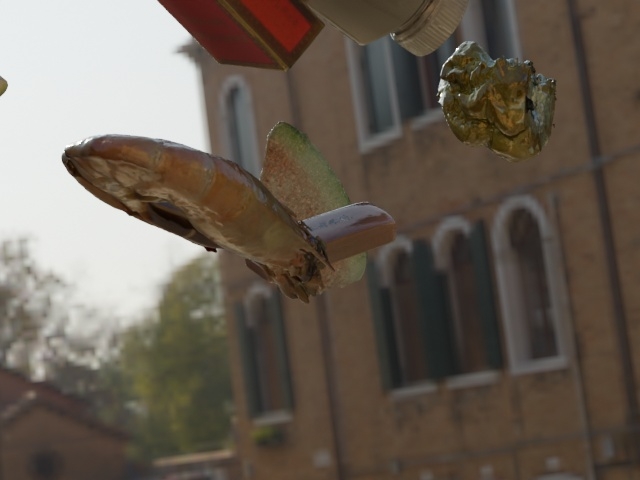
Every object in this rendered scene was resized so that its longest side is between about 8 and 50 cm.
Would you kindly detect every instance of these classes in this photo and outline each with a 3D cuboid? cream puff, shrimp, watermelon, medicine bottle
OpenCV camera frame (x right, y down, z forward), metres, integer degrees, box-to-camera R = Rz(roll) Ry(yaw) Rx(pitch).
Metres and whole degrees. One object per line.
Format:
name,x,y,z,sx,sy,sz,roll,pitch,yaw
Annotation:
cream puff,0.208,-0.165,2.117,0.156,0.121,0.156,19,8,-3
shrimp,-0.082,-0.015,1.205,0.133,0.053,0.236,-11,-29,37
watermelon,-0.022,-0.033,1.791,0.094,0.180,0.081,-19,9,-41
medicine bottle,0.052,-0.271,1.780,0.188,0.088,0.132,33,-69,-25

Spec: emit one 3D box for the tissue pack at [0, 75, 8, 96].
tissue pack,-0.458,-0.135,1.822,0.234,0.159,0.125,-47,13,-11

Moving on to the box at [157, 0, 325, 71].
box,-0.123,-0.268,1.711,0.240,0.074,0.153,44,-11,-28

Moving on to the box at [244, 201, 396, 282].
box,0.000,0.000,1.354,0.115,0.025,0.048,-19,26,-23
